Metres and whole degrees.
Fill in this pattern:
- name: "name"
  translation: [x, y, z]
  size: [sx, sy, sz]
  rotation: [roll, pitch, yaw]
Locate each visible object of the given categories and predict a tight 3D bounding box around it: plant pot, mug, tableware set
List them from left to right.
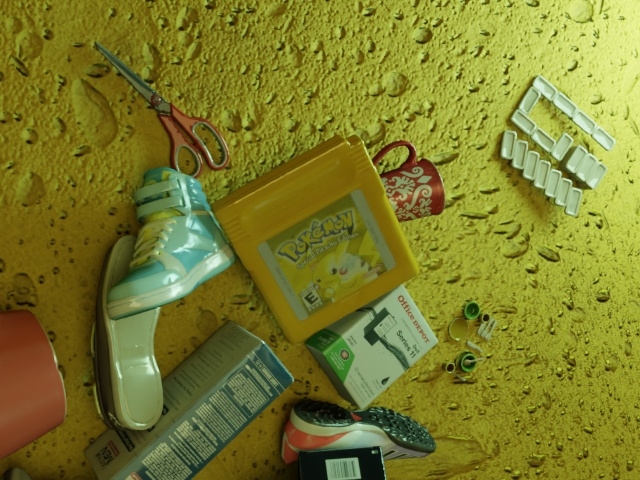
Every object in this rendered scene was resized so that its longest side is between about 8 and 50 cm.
- name: "plant pot"
  translation: [-0.539, 0.230, 1.389]
  size: [0.243, 0.275, 0.275]
  rotation: [-18, 103, -32]
- name: "mug"
  translation: [0.129, -0.097, 1.725]
  size: [0.169, 0.113, 0.150]
  rotation: [-17, 77, -17]
- name: "tableware set"
  translation: [0.301, 0.208, 1.868]
  size: [0.104, 0.024, 0.154]
  rotation: [35, 82, -23]

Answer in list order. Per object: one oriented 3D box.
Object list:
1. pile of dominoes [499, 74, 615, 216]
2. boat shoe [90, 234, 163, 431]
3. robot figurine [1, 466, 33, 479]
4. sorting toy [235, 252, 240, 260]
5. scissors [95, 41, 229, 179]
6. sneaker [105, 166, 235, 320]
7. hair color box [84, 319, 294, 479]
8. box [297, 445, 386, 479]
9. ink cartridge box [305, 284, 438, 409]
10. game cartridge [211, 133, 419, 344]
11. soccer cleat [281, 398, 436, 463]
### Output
- name: "pile of dominoes"
  translation: [0.487, -0.193, 1.911]
  size: [0.251, 0.040, 0.196]
  rotation: [37, 81, -14]
- name: "boat shoe"
  translation: [-0.333, 0.156, 1.533]
  size: [0.116, 0.096, 0.325]
  rotation: [5, 75, -46]
- name: "robot figurine"
  translation: [-0.435, 0.541, 1.488]
  size: [0.299, 0.200, 0.354]
  rotation: [-35, 108, -2]
- name: "sorting toy"
  translation: [-0.105, 0.020, 1.667]
  size: [0.101, 0.042, 0.061]
  rotation: [-13, 86, -10]
- name: "scissors"
  translation: [-0.267, -0.235, 1.576]
  size: [0.109, 0.021, 0.297]
  rotation: [-35, 107, -14]
- name: "sneaker"
  translation: [-0.274, -0.005, 1.485]
  size: [0.127, 0.319, 0.208]
  rotation: [-18, 98, 24]
- name: "hair color box"
  translation: [-0.227, 0.303, 1.566]
  size: [0.347, 0.174, 0.105]
  rotation: [-42, 111, -14]
- name: "box"
  translation: [0.038, 0.465, 1.686]
  size: [0.155, 0.093, 0.158]
  rotation: [-3, 135, -5]
- name: "ink cartridge box"
  translation: [0.100, 0.195, 1.744]
  size: [0.208, 0.087, 0.153]
  rotation: [-40, 110, -16]
- name: "game cartridge"
  translation: [0.000, 0.000, 1.621]
  size: [0.285, 0.053, 0.324]
  rotation: [-30, 124, -3]
- name: "soccer cleat"
  translation: [0.074, 0.389, 1.758]
  size: [0.318, 0.109, 0.117]
  rotation: [13, 110, -25]
